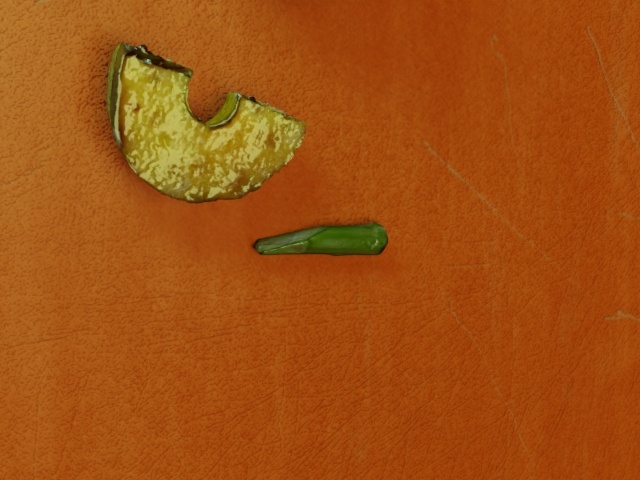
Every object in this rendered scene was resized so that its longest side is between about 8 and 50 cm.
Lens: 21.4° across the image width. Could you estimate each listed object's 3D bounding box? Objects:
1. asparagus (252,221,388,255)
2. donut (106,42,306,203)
[{"bbox_3d":[0.000,0.000,2.187,0.178,0.045,0.041,-1,71,-26],"label":"asparagus"},{"bbox_3d":[-0.164,-0.129,2.033,0.259,0.101,0.152,23,93,-31],"label":"donut"}]
